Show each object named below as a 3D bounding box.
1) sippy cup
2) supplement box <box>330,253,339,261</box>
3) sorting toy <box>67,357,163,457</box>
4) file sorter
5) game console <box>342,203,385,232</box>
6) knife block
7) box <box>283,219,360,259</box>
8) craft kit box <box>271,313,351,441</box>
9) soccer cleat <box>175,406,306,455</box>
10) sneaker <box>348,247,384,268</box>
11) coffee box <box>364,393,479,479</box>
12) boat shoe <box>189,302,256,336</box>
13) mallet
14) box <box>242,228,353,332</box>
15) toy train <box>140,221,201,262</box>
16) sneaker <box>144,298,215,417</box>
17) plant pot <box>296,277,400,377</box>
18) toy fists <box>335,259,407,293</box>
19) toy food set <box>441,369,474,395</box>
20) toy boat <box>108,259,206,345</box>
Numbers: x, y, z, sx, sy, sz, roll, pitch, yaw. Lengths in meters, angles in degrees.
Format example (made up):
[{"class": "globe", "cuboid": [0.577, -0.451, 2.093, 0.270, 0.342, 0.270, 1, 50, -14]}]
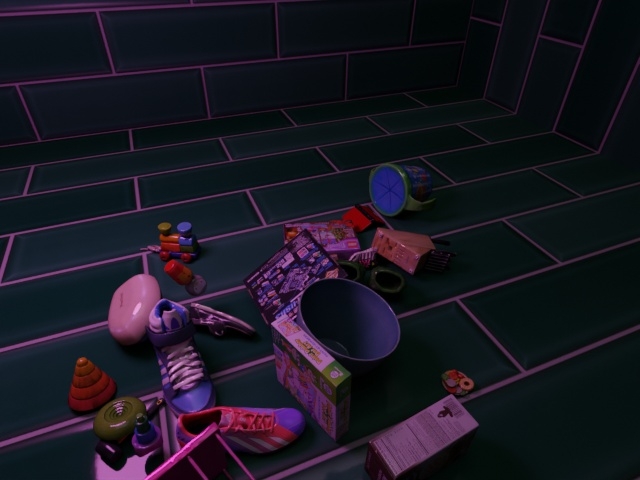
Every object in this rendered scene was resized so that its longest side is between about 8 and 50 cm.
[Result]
[{"class": "sippy cup", "cuboid": [0.377, -0.241, 1.893, 0.223, 0.240, 0.306, -15, 77, -36]}, {"class": "supplement box", "cuboid": [0.045, 0.095, 1.574, 0.054, 0.043, 0.083, -6, 37, -11]}, {"class": "sorting toy", "cuboid": [-0.532, 0.399, 1.060, 0.365, 0.126, 0.127, 17, 32, 34]}, {"class": "file sorter", "cuboid": [-0.268, 0.566, 0.825, 0.182, 0.202, 0.290, 33, 48, 31]}, {"class": "game console", "cuboid": [0.191, -0.090, 1.845, 0.124, 0.085, 0.144, 13, 25, -40]}, {"class": "knife block", "cuboid": [0.369, 0.026, 1.604, 0.275, 0.088, 0.242, 33, 35, 27]}, {"class": "box", "cuboid": [0.000, 0.000, 1.687, 0.292, 0.057, 0.201, -4, 38, -6]}, {"class": "craft kit box", "cuboid": [-0.026, 0.350, 1.069, 0.060, 0.250, 0.246, -31, 47, -33]}, {"class": "soccer cleat", "cuboid": [-0.193, 0.459, 1.031, 0.317, 0.117, 0.109, -4, 37, -6]}, {"class": "sneaker", "cuboid": [0.175, 0.079, 1.580, 0.170, 0.063, 0.074, -21, 36, -33]}, {"class": "coffee box", "cuboid": [0.235, 0.486, 0.984, 0.246, 0.141, 0.098, -19, 42, -22]}, {"class": "boat shoe", "cuboid": [-0.317, 0.268, 1.333, 0.232, 0.084, 0.079, 16, 74, 10]}, {"class": "mallet", "cuboid": [-0.470, 0.481, 1.070, 0.062, 0.039, 0.189, 25, 40, 30]}, {"class": "box", "cuboid": [-0.083, 0.138, 1.383, 0.295, 0.073, 0.293, -40, 45, -3]}, {"class": "toy train", "cuboid": [-0.597, -0.006, 1.615, 0.247, 0.144, 0.105, 5, 37, 5]}, {"class": "sneaker", "cuboid": [-0.387, 0.305, 1.132, 0.130, 0.237, 0.323, -18, 41, -22]}, {"class": "plant pot", "cuboid": [0.054, 0.277, 1.187, 0.289, 0.196, 0.290, 14, 35, -10]}, {"class": "toy fists", "cuboid": [0.162, 0.128, 1.459, 0.278, 0.096, 0.142, 9, 5, 9]}, {"class": "toy food set", "cuboid": [0.387, 0.404, 1.191, 0.082, 0.020, 0.083, -18, 41, -23]}, {"class": "toy boat", "cuboid": [-0.519, 0.193, 1.323, 0.318, 0.148, 0.268, -35, 39, 7]}]
